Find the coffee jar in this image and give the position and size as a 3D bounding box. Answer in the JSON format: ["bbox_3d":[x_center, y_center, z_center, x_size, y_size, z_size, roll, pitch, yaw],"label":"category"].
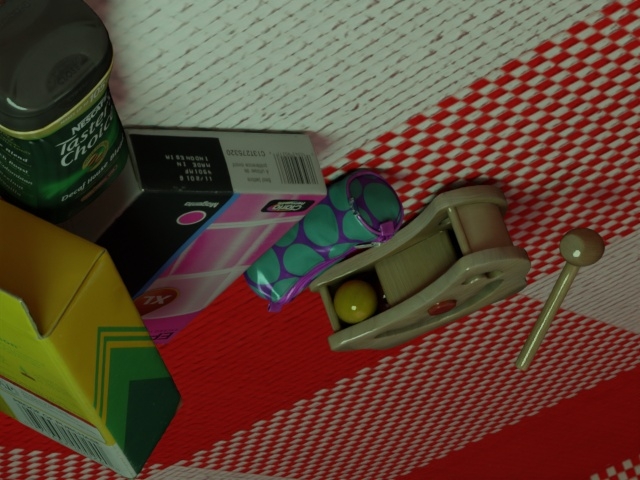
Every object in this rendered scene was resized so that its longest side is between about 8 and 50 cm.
[{"bbox_3d":[-0.179,-0.088,1.131,0.096,0.079,0.184,-45,165,-18],"label":"coffee jar"}]

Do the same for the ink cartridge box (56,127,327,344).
[{"bbox_3d":[-0.165,0.023,1.453,0.176,0.069,0.371,-1,155,-36],"label":"ink cartridge box"}]

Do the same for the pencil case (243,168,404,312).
[{"bbox_3d":[0.000,0.000,1.510,0.064,0.070,0.151,6,149,-45],"label":"pencil case"}]

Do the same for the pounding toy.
[{"bbox_3d":[0.131,0.050,1.614,0.269,0.155,0.154,-25,162,17],"label":"pounding toy"}]

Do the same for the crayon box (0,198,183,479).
[{"bbox_3d":[-0.230,0.047,1.248,0.081,0.202,0.318,-58,160,-20],"label":"crayon box"}]
